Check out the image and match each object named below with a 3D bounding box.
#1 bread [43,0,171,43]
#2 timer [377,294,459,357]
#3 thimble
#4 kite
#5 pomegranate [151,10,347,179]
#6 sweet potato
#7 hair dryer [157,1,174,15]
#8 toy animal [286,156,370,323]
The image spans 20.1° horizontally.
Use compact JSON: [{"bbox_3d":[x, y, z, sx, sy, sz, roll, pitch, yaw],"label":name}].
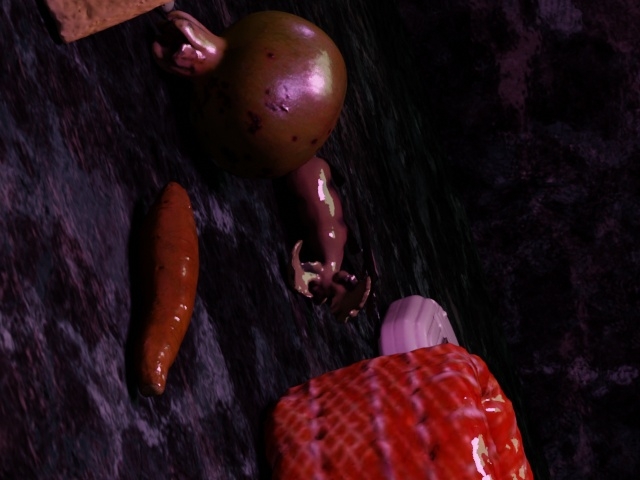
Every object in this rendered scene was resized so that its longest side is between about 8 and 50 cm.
[{"bbox_3d":[-0.177,-0.344,1.633,0.236,0.198,0.263,-92,164,-75],"label":"bread"},{"bbox_3d":[0.162,0.214,2.573,0.237,0.087,0.262,-64,135,-72],"label":"timer"},{"bbox_3d":[0.099,0.289,1.846,0.350,0.231,0.350,-17,90,-80],"label":"thimble"},{"bbox_3d":[0.056,0.006,2.333,0.360,0.022,0.204,82,-5,-63],"label":"kite"},{"bbox_3d":[-0.070,-0.173,1.903,0.210,0.179,0.179,57,15,-12],"label":"pomegranate"},{"bbox_3d":[-0.133,0.039,1.571,0.264,0.057,0.057,-93,161,-46],"label":"sweet potato"},{"bbox_3d":[-0.175,-0.270,1.890,0.150,0.047,0.071,73,7,-59],"label":"hair dryer"},{"bbox_3d":[0.000,0.000,2.177,0.186,0.094,0.214,51,23,-83],"label":"toy animal"}]
